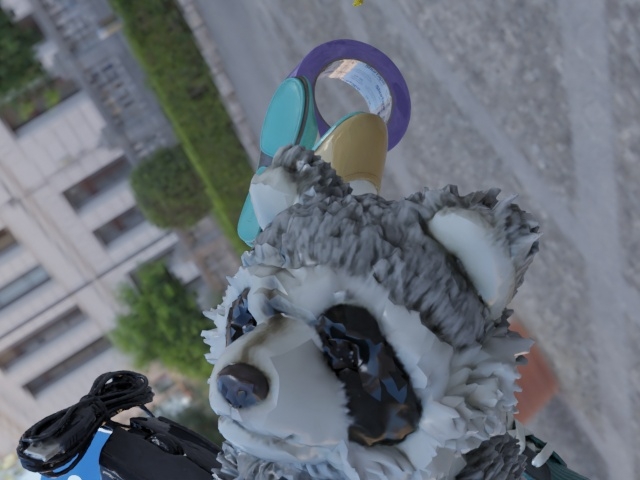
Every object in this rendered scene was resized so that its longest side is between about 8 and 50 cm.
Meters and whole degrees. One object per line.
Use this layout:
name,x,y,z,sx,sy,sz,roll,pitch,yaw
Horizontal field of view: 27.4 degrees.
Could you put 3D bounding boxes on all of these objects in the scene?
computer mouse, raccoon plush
computer mouse,-0.129,0.226,1.205,0.272,0.072,0.188,43,-150,7
raccoon plush,0.046,0.113,0.785,0.446,0.216,0.299,11,-91,-76

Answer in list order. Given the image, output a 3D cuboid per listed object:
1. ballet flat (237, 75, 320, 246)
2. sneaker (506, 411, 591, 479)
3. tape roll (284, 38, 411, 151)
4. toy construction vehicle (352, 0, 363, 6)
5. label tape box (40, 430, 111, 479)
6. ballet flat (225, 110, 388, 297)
ballet flat,-0.044,-0.106,1.815,0.087,0.247,0.083,6,-165,-45
sneaker,0.124,0.167,1.184,0.302,0.121,0.108,22,-167,17
tape roll,0.035,-0.200,1.969,0.189,0.189,0.080,58,155,1
toy construction vehicle,0.052,-0.384,1.896,0.098,0.085,0.035,39,-135,-33
label tape box,-0.177,0.363,1.555,0.106,0.333,0.241,-94,20,-56
ballet flat,0.000,0.000,1.090,0.080,0.232,0.073,4,-139,-39
